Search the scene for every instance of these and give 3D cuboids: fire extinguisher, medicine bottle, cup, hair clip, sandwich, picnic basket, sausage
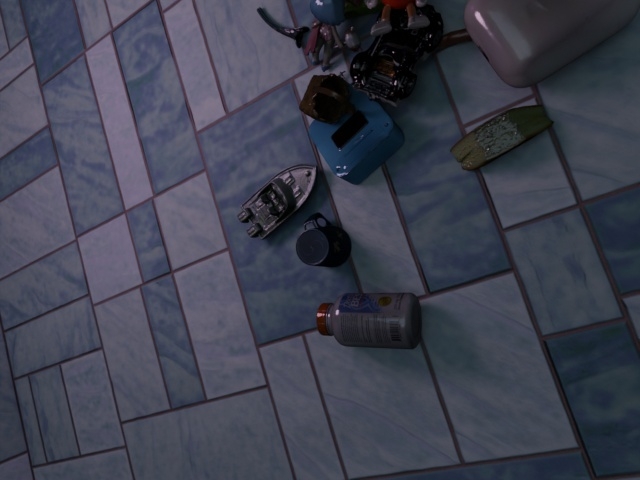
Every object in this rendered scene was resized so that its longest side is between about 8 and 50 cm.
[{"bbox_3d":[0.049,-0.482,1.430,0.100,0.032,0.046,-47,61,24],"label":"fire extinguisher"},{"bbox_3d":[0.136,0.230,1.322,0.288,0.157,0.157,-3,89,25],"label":"medicine bottle"},{"bbox_3d":[0.000,0.000,1.387,0.131,0.155,0.177,-24,82,22],"label":"cup"},{"bbox_3d":[-0.138,-0.715,1.514,0.229,0.039,0.070,36,106,22],"label":"hair clip"},{"bbox_3d":[0.471,-0.273,1.203,0.257,0.096,0.094,-30,83,25],"label":"sandwich"},{"bbox_3d":[0.033,-0.414,1.337,0.178,0.127,0.138,32,99,56],"label":"picnic basket"},{"bbox_3d":[0.401,-0.566,1.263,0.157,0.036,0.042,-6,80,26],"label":"sausage"}]

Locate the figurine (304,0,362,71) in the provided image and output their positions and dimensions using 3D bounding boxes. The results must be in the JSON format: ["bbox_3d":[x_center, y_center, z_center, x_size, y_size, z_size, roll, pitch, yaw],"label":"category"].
[{"bbox_3d":[0.029,-0.610,1.343,0.205,0.102,0.260,41,147,17],"label":"figurine"}]

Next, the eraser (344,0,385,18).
[{"bbox_3d":[0.131,-0.786,1.359,0.273,0.092,0.210,3,95,26],"label":"eraser"}]

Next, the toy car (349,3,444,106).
[{"bbox_3d":[0.223,-0.528,1.284,0.193,0.118,0.301,29,87,24],"label":"toy car"}]

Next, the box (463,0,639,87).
[{"bbox_3d":[0.555,-0.567,1.118,0.348,0.141,0.289,-33,79,15],"label":"box"}]

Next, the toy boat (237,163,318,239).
[{"bbox_3d":[-0.128,-0.139,1.481,0.319,0.092,0.141,-39,77,19],"label":"toy boat"}]

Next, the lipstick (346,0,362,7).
[{"bbox_3d":[0.060,-0.732,1.326,0.145,0.045,0.045,40,113,20],"label":"lipstick"}]

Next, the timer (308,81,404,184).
[{"bbox_3d":[0.103,-0.330,1.398,0.231,0.091,0.250,-41,62,20],"label":"timer"}]

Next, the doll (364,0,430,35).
[{"bbox_3d":[0.208,-0.670,1.230,0.182,0.085,0.218,-3,90,17],"label":"doll"}]
